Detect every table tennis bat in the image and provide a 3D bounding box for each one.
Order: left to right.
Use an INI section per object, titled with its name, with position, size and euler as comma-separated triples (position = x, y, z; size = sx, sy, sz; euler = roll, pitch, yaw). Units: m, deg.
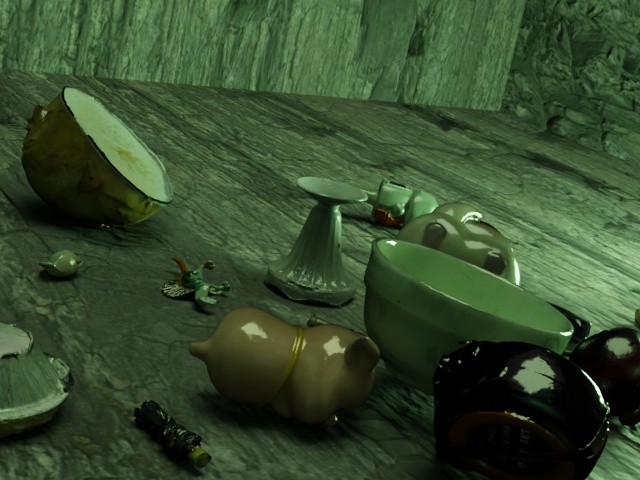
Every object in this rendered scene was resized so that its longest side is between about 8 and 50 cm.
[table tennis bat]
position = 0.414, 0.182, 2.027
size = 0.095, 0.014, 0.158
euler = 26, 20, 38

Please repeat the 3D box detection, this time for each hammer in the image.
[hammer]
position = 0.373, 0.102, 2.139
size = 0.289, 0.037, 0.137
euler = 30, -10, 39

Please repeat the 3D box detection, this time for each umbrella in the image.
[umbrella]
position = -0.179, 0.233, 1.402
size = 0.040, 0.037, 0.144
euler = 15, 7, -41

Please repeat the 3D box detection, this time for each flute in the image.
[flute]
position = 0.080, 0.165, 1.831
size = 0.233, 0.027, 0.027
euler = 19, 18, 25

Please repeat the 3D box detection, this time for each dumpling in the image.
[dumpling]
position = -0.424, 0.038, 1.887
size = 0.059, 0.043, 0.077
euler = 1, 26, 28

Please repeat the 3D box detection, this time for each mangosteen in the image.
[mangosteen]
position = 0.450, 0.208, 1.767
size = 0.152, 0.153, 0.152
euler = 11, 16, -3

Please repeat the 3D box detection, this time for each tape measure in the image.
[tape measure]
position = 0.246, 0.218, 1.449
size = 0.222, 0.202, 0.135
euler = 14, 48, 20

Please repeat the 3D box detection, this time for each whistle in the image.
[whistle]
position = 0.163, -0.080, 2.582
size = 0.253, 0.106, 0.102
euler = 18, -15, -3

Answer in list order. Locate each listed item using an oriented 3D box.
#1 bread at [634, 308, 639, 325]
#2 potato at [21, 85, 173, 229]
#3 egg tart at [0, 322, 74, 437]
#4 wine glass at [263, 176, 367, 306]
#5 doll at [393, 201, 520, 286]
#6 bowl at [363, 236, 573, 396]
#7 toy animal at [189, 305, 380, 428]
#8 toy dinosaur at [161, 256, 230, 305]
[bread]
position = 0.669, 0.169, 2.183
size = 0.154, 0.054, 0.136
euler = 12, 19, 10
[potato]
position = -0.429, -0.116, 2.178
size = 0.300, 0.196, 0.246
euler = 49, 16, 19
[egg tart]
position = -0.415, 0.155, 1.405
size = 0.234, 0.094, 0.234
euler = 9, 17, -3
[wine glass]
position = 0.000, 0.000, 2.034
size = 0.164, 0.197, 0.165
euler = 11, 18, -4
[doll]
position = 0.225, 0.053, 1.946
size = 0.214, 0.226, 0.370
euler = 15, 17, 8
[bowl]
position = 0.191, 0.127, 1.646
size = 0.307, 0.163, 0.307
euler = 19, 10, -4
[toy animal]
position = -0.050, 0.165, 1.537
size = 0.248, 0.149, 0.165
euler = 6, 10, -5
[toy dinosaur]
position = -0.219, 0.070, 1.929
size = 0.187, 0.044, 0.106
euler = 24, 36, 33
